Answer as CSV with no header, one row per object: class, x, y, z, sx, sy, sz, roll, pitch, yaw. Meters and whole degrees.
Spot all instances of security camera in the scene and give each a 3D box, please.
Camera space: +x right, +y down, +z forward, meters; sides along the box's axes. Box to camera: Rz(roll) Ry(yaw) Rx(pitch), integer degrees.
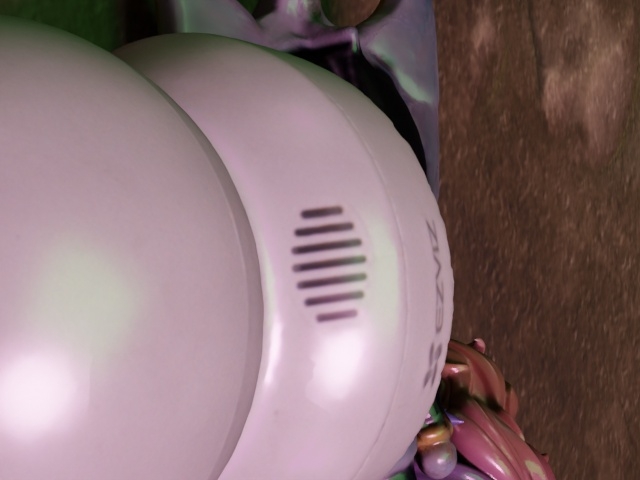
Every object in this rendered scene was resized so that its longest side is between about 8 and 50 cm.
security camera,-0.091,0.023,0.470,0.236,0.195,0.194,-6,91,-55

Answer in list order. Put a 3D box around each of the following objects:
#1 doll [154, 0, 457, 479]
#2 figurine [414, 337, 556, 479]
doll,0.003,0.000,0.680,0.145,0.103,0.316,-5,80,-14
figurine,0.073,0.118,0.782,0.157,0.114,0.126,-53,139,-48
